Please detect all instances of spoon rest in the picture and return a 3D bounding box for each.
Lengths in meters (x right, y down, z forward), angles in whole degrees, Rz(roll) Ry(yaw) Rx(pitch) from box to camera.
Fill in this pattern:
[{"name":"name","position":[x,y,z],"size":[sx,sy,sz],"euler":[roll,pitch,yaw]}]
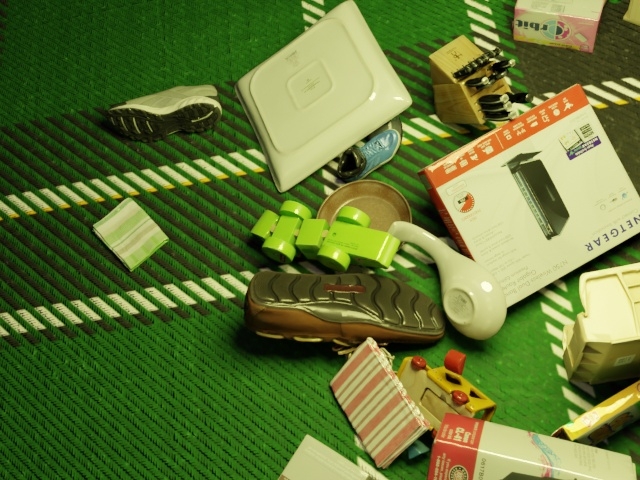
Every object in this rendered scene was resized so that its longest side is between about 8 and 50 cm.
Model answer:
[{"name":"spoon rest","position":[0.238,0.066,1.457],"size":[0.084,0.137,0.276],"euler":[-17,55,-43]}]

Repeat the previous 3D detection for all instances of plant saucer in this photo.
[{"name":"plant saucer","position":[0.090,-0.032,1.620],"size":[0.199,0.036,0.198],"euler":[-4,64,9]}]

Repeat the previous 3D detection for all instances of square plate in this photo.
[{"name":"square plate","position":[-0.016,-0.330,1.725],"size":[0.347,0.049,0.344],"euler":[-33,59,15]}]

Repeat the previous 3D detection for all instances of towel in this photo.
[{"name":"towel","position":[-0.419,-0.016,1.722],"size":[0.113,0.023,0.152],"euler":[-43,64,-10]},{"name":"towel","position":[0.102,0.294,1.418],"size":[0.144,0.029,0.197],"euler":[-52,56,32]}]

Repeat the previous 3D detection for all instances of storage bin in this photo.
[{"name":"storage bin","position":[0.547,0.137,1.316],"size":[0.260,0.262,0.123],"euler":[-11,65,6]}]

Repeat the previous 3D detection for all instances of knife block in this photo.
[{"name":"knife block","position":[0.322,-0.277,1.556],"size":[0.088,0.275,0.242],"euler":[-32,60,-6]}]

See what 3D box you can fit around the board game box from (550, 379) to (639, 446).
[{"name":"board game box","position":[0.503,0.290,1.324],"size":[0.259,0.124,0.039],"euler":[-27,56,-3]}]

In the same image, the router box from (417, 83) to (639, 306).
[{"name":"router box","position":[0.402,-0.081,1.479],"size":[0.335,0.082,0.301],"euler":[-30,92,-4]}]

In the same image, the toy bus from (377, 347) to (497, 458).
[{"name":"toy bus","position":[0.213,0.275,1.401],"size":[0.191,0.104,0.202],"euler":[-19,78,42]}]

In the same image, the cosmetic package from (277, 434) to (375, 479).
[{"name":"cosmetic package","position":[0.026,0.412,1.295],"size":[0.127,0.238,0.107],"euler":[28,72,22]}]

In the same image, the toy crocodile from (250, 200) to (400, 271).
[{"name":"toy crocodile","position":[0.000,0.000,1.541],"size":[0.341,0.105,0.115],"euler":[8,64,32]}]

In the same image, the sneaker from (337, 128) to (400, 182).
[{"name":"sneaker","position":[0.099,-0.180,1.640],"size":[0.152,0.084,0.058],"euler":[-38,75,13]}]

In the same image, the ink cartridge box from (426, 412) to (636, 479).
[{"name":"ink cartridge box","position":[0.320,0.426,1.240],"size":[0.306,0.131,0.226],"euler":[10,100,17]}]

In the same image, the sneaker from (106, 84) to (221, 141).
[{"name":"sneaker","position":[-0.360,-0.303,1.823],"size":[0.272,0.100,0.108],"euler":[-6,49,5]}]

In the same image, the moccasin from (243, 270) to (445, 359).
[{"name":"moccasin","position":[0.045,0.150,1.483],"size":[0.380,0.147,0.139],"euler":[1,46,-8]}]

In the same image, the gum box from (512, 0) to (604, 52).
[{"name":"gum box","position":[0.514,-0.483,1.720],"size":[0.188,0.107,0.062],"euler":[15,67,18]}]

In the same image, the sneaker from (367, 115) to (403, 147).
[{"name":"sneaker","position":[0.129,-0.297,1.710],"size":[0.083,0.098,0.223],"euler":[-9,62,7]}]

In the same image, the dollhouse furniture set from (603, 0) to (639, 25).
[{"name":"dollhouse furniture set","position":[0.757,-0.643,1.701],"size":[0.286,0.198,0.303],"euler":[28,72,22]}]
